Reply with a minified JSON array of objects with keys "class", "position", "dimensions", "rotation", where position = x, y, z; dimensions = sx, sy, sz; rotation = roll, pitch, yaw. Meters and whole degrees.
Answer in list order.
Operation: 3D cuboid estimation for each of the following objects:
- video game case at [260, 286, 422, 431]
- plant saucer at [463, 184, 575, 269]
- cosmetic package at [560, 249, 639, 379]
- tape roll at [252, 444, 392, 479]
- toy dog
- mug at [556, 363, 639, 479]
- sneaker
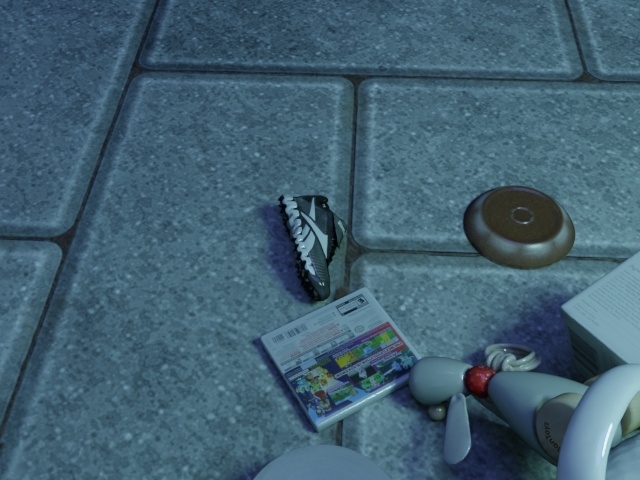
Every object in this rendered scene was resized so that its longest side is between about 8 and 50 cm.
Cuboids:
[{"class":"video game case","position":[0.035,0.179,1.192],"dimensions":[0.201,0.023,0.183],"rotation":[-24,52,-19]},{"class":"plant saucer","position":[0.356,-0.035,1.362],"dimensions":[0.198,0.036,0.199],"rotation":[-1,49,1]},{"class":"cosmetic package","position":[0.462,0.128,1.060],"dimensions":[0.183,0.151,0.151],"rotation":[-34,40,-7]},{"class":"tape roll","position":[0.003,0.380,0.985],"dimensions":[0.219,0.072,0.219],"rotation":[-1,50,1]},{"class":"toy dog","position":[0.272,0.252,1.025],"dimensions":[0.220,0.161,0.333],"rotation":[-4,5,-21]},{"class":"mug","position":[0.338,0.302,0.755],"dimensions":[0.328,0.374,0.276],"rotation":[-35,17,-34]},{"class":"sneaker","position":[0.000,0.000,1.310],"dimensions":[0.106,0.078,0.234],"rotation":[-12,48,-6]}]
